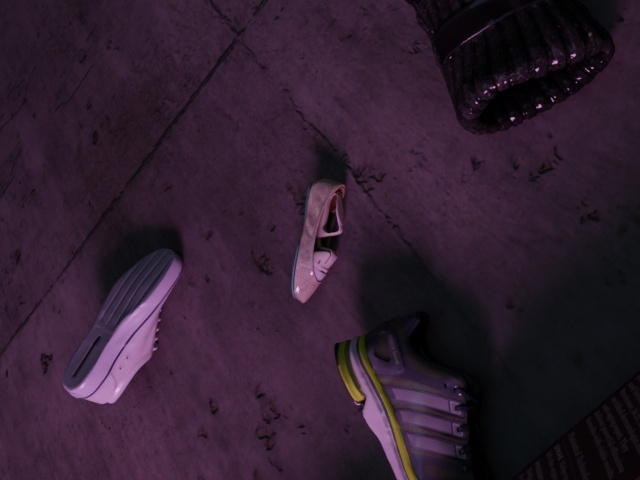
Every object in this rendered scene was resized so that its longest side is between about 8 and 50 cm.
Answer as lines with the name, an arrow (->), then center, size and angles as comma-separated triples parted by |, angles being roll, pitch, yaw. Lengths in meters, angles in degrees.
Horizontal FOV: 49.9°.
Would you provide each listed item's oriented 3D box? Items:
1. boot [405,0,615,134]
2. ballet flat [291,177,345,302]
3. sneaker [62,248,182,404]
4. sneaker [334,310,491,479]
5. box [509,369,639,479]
boot -> 0.244, -0.301, 0.724 | 0.348, 0.131, 0.260 | -43, 52, 34
ballet flat -> 0.000, 0.000, 0.897 | 0.052, 0.057, 0.168 | 6, 85, 26
sneaker -> -0.290, 0.133, 1.062 | 0.094, 0.091, 0.258 | 25, 75, 41
sneaker -> 0.132, 0.204, 0.736 | 0.121, 0.111, 0.300 | -40, 66, 14
box -> 0.281, 0.235, 0.549 | 0.191, 0.143, 0.381 | 43, 108, -1
